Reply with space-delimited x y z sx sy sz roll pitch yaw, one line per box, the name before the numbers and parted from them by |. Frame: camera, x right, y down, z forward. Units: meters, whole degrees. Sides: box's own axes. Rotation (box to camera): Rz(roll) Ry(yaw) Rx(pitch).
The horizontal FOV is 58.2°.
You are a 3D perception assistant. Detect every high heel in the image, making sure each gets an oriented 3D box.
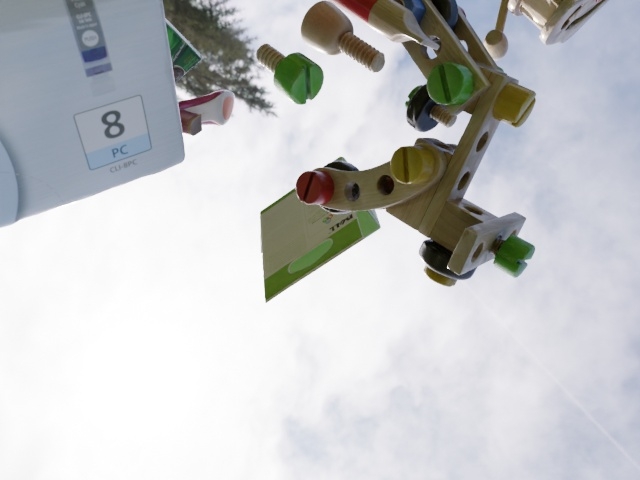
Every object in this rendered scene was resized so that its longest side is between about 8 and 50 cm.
high heel | -0.280 -0.285 1.264 0.117 0.244 0.082 14 -54 13

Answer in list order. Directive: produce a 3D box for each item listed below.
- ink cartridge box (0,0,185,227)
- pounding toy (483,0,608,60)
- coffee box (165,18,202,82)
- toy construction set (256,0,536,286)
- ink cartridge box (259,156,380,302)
ink cartridge box | -0.248 -0.159 0.301 0.091 0.308 0.385 49 -29 33
pounding toy | 0.324 -0.376 0.801 0.269 0.154 0.155 -45 -104 20
coffee box | -0.400 -0.487 1.432 0.113 0.184 0.040 -36 -141 14
toy construction set | 0.106 -0.093 0.514 0.257 0.309 0.237 -50 -119 5
ink cartridge box | 0.000 0.000 0.945 0.188 0.097 0.255 -33 -148 16
